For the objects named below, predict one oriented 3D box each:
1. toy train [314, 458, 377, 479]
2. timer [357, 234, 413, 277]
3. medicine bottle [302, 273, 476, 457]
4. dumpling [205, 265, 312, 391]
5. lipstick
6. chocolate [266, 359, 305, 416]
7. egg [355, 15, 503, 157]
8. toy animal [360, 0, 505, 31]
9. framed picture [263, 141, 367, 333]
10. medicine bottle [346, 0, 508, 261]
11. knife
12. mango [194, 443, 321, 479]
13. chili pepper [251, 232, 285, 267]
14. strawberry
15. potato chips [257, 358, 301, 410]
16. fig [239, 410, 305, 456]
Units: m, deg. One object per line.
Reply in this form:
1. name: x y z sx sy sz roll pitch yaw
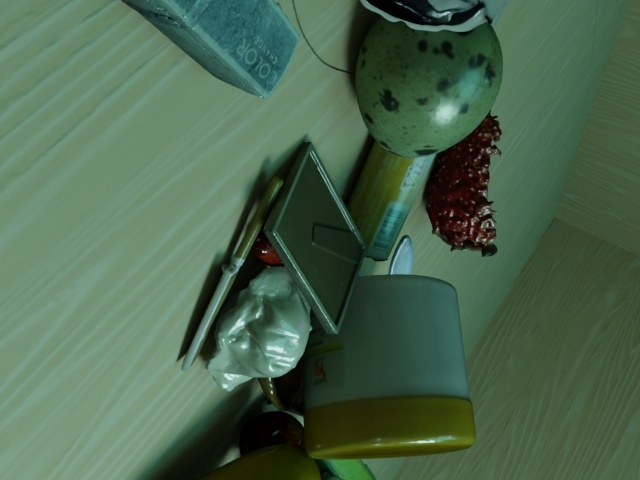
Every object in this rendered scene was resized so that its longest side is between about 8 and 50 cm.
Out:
1. toy train: -0.034 0.450 1.315 0.272 0.159 0.188 -38 178 38
2. timer: 0.089 0.110 1.337 0.175 0.175 0.255 -31 113 -55
3. medicine bottle: 0.090 0.188 1.113 0.238 0.238 0.231 57 27 -67
4. dumpling: -0.075 0.110 0.957 0.188 0.108 0.127 -52 152 6
5. lipstick: -0.097 -0.188 0.568 0.077 0.076 0.290 -64 160 -2
6. chocolate: 0.021 0.263 1.365 0.111 0.112 0.321 -64 160 -3
7. egg: 0.129 -0.195 0.965 0.177 0.177 0.228 -50 168 -32
8. toy animal: 0.110 -0.325 0.784 0.208 0.156 0.204 25 91 -60
9. framed picture: 0.000 0.000 0.968 0.203 0.015 0.150 60 40 -41
10. medicine bottle: 0.139 -0.178 1.122 0.108 0.108 0.425 -8 125 -66
11. knife: -0.107 0.039 0.899 0.256 0.022 0.046 -63 -179 10
12. mango: -0.137 0.419 1.050 0.365 0.182 0.252 -44 142 -34
13. chili pepper: -0.037 0.007 0.985 0.169 0.065 0.088 -4 118 -63
14. strawberry: 0.273 -0.124 1.518 0.233 0.138 0.306 -51 140 -82
15. potato chips: -0.061 0.166 1.128 0.201 0.049 0.150 58 43 -65
16. fig: -0.078 0.335 1.242 0.109 0.103 0.154 -10 148 -19
